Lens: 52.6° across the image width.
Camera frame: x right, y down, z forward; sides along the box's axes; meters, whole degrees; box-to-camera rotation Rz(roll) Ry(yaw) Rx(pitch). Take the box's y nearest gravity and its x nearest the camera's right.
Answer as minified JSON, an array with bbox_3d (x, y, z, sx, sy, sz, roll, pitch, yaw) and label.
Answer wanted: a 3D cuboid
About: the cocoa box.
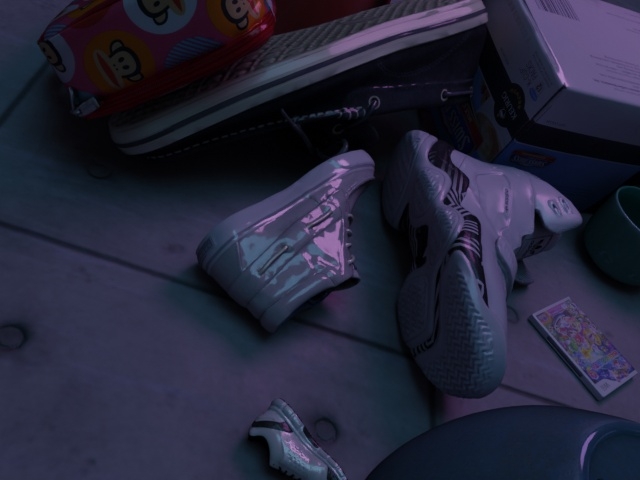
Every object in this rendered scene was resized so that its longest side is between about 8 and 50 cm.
[{"bbox_3d":[0.370,-0.197,0.959,0.347,0.228,0.231,5,56,-26],"label":"cocoa box"}]

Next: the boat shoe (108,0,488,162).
[{"bbox_3d":[0.002,-0.174,0.782,0.500,0.155,0.187,-23,30,-25],"label":"boat shoe"}]

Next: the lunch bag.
[{"bbox_3d":[-0.182,-0.243,0.702,0.258,0.120,0.293,-22,30,8],"label":"lunch bag"}]

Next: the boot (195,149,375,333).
[{"bbox_3d":[0.000,0.000,0.689,0.123,0.095,0.258,48,52,10],"label":"boot"}]

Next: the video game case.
[{"bbox_3d":[0.319,0.128,0.788,0.087,0.011,0.122,-14,58,-39],"label":"video game case"}]

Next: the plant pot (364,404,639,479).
[{"bbox_3d":[0.182,0.235,0.467,0.290,0.195,0.290,16,43,-15],"label":"plant pot"}]

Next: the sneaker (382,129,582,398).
[{"bbox_3d":[0.197,0.019,0.731,0.210,0.137,0.365,12,41,-15],"label":"sneaker"}]

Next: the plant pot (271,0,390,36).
[{"bbox_3d":[0.002,-0.419,0.976,0.275,0.243,0.274,16,42,-15],"label":"plant pot"}]

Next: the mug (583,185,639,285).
[{"bbox_3d":[0.455,0.003,0.922,0.158,0.097,0.129,13,44,-19],"label":"mug"}]

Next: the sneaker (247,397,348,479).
[{"bbox_3d":[-0.017,0.184,0.531,0.044,0.040,0.109,-34,66,-28],"label":"sneaker"}]
